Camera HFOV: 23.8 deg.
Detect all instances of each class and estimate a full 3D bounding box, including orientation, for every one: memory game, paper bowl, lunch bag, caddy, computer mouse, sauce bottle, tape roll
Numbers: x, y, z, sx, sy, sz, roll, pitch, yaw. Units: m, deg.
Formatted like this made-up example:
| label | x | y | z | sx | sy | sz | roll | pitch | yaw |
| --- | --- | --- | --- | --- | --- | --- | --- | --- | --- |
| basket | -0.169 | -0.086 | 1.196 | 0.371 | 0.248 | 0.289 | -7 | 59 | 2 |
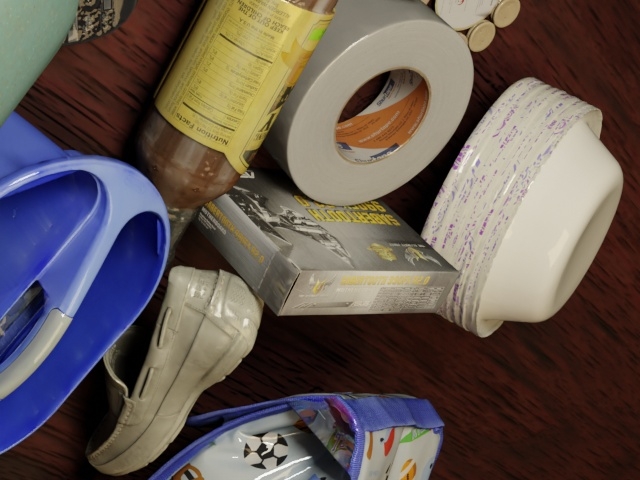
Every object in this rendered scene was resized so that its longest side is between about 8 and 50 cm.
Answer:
| label | x | y | z | sx | sy | sz | roll | pitch | yaw |
| --- | --- | --- | --- | --- | --- | --- | --- | --- | --- |
| memory game | 0.154 | -0.263 | 1.568 | 0.186 | 0.012 | 0.186 | -25 | 139 | -25 |
| paper bowl | 0.229 | -0.025 | 1.676 | 0.284 | 0.148 | 0.284 | -51 | 159 | -28 |
| lunch bag | -0.052 | 0.306 | 1.681 | 0.385 | 0.239 | 0.328 | -44 | 161 | 12 |
| caddy | -0.284 | 0.050 | 1.305 | 0.341 | 0.179 | 0.241 | -49 | 144 | 5 |
| computer mouse | -0.259 | -0.191 | 1.225 | 0.242 | 0.041 | 0.071 | -11 | 123 | -29 |
| sauce bottle | -0.098 | -0.120 | 1.382 | 0.111 | 0.111 | 0.344 | 5 | 125 | -46 |
| tape roll | 0.044 | -0.143 | 1.515 | 0.219 | 0.072 | 0.219 | -23 | 140 | -21 |

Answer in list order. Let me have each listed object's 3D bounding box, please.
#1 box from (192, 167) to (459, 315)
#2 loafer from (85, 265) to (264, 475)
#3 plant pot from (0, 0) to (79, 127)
| label | x | y | z | sx | sy | sz | roll | pitch | yaw |
| --- | --- | --- | --- | --- | --- | --- | --- | --- | --- |
| box | 0.000 | 0.000 | 1.527 | 0.231 | 0.183 | 0.056 | 2 | 123 | -44 |
| loafer | -0.170 | 0.129 | 1.529 | 0.111 | 0.112 | 0.319 | 27 | 130 | -15 |
| plant pot | -0.331 | -0.118 | 0.922 | 0.334 | 0.341 | 0.341 | -58 | 160 | -46 |
